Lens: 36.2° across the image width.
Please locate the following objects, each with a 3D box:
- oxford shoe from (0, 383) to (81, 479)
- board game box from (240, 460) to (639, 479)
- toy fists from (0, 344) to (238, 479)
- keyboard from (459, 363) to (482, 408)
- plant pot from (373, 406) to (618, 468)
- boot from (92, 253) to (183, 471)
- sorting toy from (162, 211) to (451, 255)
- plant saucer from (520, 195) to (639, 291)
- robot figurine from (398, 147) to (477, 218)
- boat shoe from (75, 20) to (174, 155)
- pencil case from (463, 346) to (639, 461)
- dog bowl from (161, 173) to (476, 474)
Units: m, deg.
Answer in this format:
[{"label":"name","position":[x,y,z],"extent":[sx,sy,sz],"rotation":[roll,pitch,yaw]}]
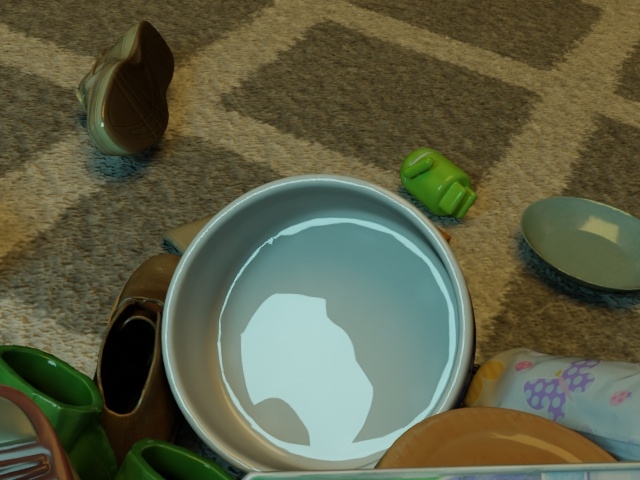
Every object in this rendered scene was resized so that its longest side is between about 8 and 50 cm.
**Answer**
[{"label":"oxford shoe","position":[-0.157,0.262,0.604],"extent":[0.123,0.130,0.348],"rotation":[-16,65,-6]},{"label":"board game box","position":[0.144,0.319,0.521],"extent":[0.390,0.389,0.050],"rotation":[2,-7,-14]},{"label":"toy fists","position":[-0.174,0.200,0.750],"extent":[0.279,0.142,0.096],"rotation":[29,10,22]},{"label":"keyboard","position":[0.143,0.165,0.985],"extent":[0.108,0.023,0.180],"rotation":[-26,50,-32]},{"label":"plant pot","position":[0.115,0.258,0.694],"extent":[0.291,0.203,0.290],"rotation":[7,35,-5]},{"label":"boot","position":[-0.157,0.090,0.927],"extent":[0.112,0.115,0.305],"rotation":[7,34,-3]},{"label":"sorting toy","position":[0.000,0.000,1.154],"extent":[0.307,0.041,0.229],"rotation":[-22,47,-38]},{"label":"plant saucer","position":[0.343,0.013,1.237],"extent":[0.195,0.037,0.195],"rotation":[8,36,-6]},{"label":"robot figurine","position":[0.150,-0.077,1.280],"extent":[0.101,0.067,0.115],"rotation":[15,23,-48]},{"label":"boat shoe","position":[-0.270,-0.193,1.310],"extent":[0.098,0.109,0.302],"rotation":[-25,33,17]},{"label":"pencil case","position":[0.234,0.147,0.788],"extent":[0.124,0.113,0.273],"rotation":[6,-6,-28]},{"label":"dog bowl","position":[0.003,0.081,0.857],"extent":[0.265,0.264,0.104],"rotation":[24,-6,16]}]
